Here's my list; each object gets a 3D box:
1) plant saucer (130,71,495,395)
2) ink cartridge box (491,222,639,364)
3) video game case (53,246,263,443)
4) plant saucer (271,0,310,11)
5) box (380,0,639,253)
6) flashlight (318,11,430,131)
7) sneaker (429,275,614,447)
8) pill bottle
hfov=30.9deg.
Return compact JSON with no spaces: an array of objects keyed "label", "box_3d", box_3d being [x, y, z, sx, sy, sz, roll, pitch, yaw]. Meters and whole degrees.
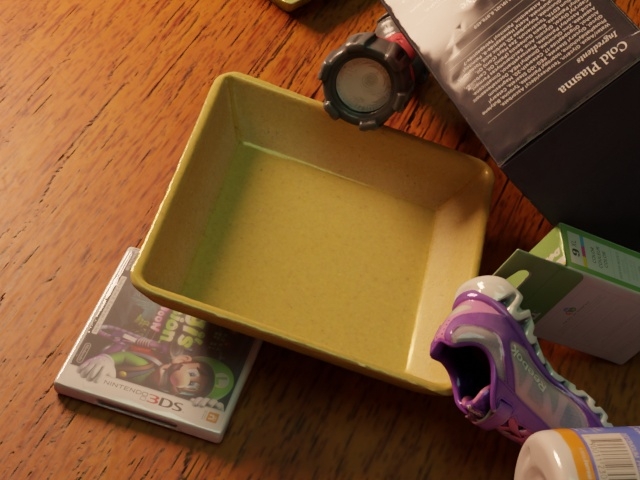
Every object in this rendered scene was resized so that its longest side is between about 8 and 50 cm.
[{"label":"plant saucer","box_3d":[0.000,0.000,1.222,0.333,0.081,0.332,19,49,-3]},{"label":"ink cartridge box","box_3d":[0.252,0.049,1.172,0.209,0.109,0.062,18,46,-21]},{"label":"video game case","box_3d":[-0.150,0.100,1.172,0.173,0.022,0.190,17,48,6]},{"label":"plant saucer","box_3d":[-0.042,-0.390,1.612,0.188,0.045,0.188,39,54,25]},{"label":"box","box_3d":[0.247,-0.165,1.235,0.179,0.343,0.312,-39,53,12]},{"label":"flashlight","box_3d":[0.076,-0.215,1.358,0.103,0.103,0.304,19,25,5]},{"label":"sneaker","box_3d":[0.182,0.153,1.081,0.104,0.095,0.236,-33,87,-44]},{"label":"pill bottle","box_3d":[0.315,0.233,0.990,0.272,0.152,0.152,0,48,-8]}]
